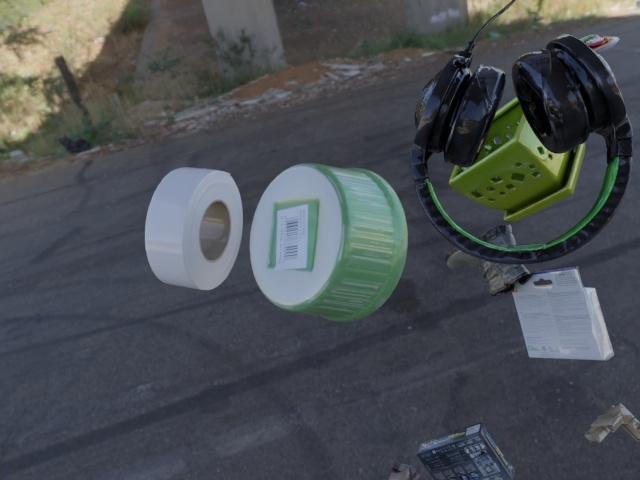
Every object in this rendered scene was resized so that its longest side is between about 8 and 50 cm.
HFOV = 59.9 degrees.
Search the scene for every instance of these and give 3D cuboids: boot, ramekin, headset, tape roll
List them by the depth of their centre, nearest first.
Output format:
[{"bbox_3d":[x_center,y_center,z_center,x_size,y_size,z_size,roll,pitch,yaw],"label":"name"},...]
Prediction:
[{"bbox_3d":[0.221,-0.169,0.643,0.243,0.394,0.185,-6,-6,14],"label":"headset"},{"bbox_3d":[0.000,0.000,1.045,0.148,0.303,0.303,9,4,-43],"label":"ramekin"},{"bbox_3d":[-0.287,-0.029,1.306,0.100,0.286,0.286,7,29,18],"label":"tape roll"},{"bbox_3d":[0.428,0.075,1.454,0.083,0.161,0.246,0,-23,-29],"label":"boot"},{"bbox_3d":[0.242,0.715,1.637,0.087,0.042,0.118,25,54,15],"label":"boot"}]

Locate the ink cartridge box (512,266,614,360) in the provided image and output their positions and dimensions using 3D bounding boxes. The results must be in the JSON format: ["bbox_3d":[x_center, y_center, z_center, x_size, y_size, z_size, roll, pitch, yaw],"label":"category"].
[{"bbox_3d":[0.578,0.178,1.357,0.045,0.224,0.223,-15,-1,-28],"label":"ink cartridge box"}]

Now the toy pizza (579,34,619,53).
[{"bbox_3d":[0.725,-0.539,1.558,0.201,0.032,0.201,-21,19,8],"label":"toy pizza"}]

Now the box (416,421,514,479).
[{"bbox_3d":[0.439,0.672,1.693,0.232,0.183,0.059,-32,6,30],"label":"box"}]

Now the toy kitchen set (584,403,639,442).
[{"bbox_3d":[0.540,0.346,0.992,0.083,0.068,0.075,-38,74,-15],"label":"toy kitchen set"}]

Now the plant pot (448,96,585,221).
[{"bbox_3d":[0.476,-0.189,1.311,0.227,0.207,0.228,-37,19,55],"label":"plant pot"}]
